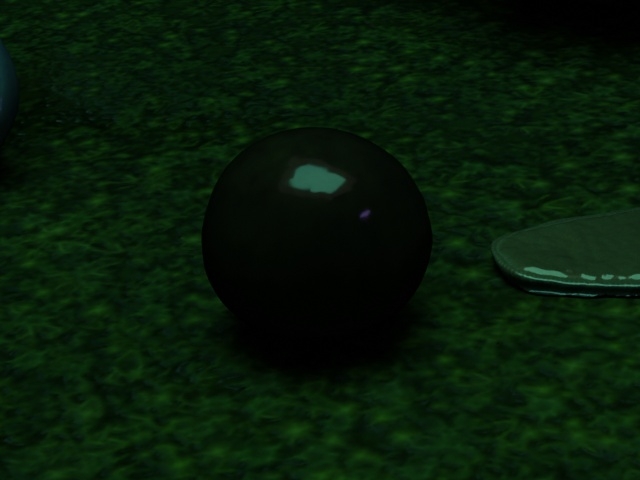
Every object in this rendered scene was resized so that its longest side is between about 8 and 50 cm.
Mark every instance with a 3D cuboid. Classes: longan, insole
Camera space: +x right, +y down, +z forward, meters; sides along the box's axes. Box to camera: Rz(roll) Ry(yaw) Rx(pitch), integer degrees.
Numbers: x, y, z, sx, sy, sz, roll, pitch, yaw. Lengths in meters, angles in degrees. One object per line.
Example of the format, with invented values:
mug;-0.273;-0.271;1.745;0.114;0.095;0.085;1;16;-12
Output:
longan;0.000;0.000;0.690;0.106;0.106;0.119;10;-9;28
insole;0.207;-0.003;0.740;0.248;0.011;0.081;-7;26;-4

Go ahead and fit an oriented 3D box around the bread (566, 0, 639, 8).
bread;0.209;-0.239;1.027;0.262;0.162;0.204;0;3;-38

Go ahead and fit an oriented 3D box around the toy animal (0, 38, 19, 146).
toy animal;-0.295;-0.144;0.899;0.230;0.210;0.221;21;25;-27
